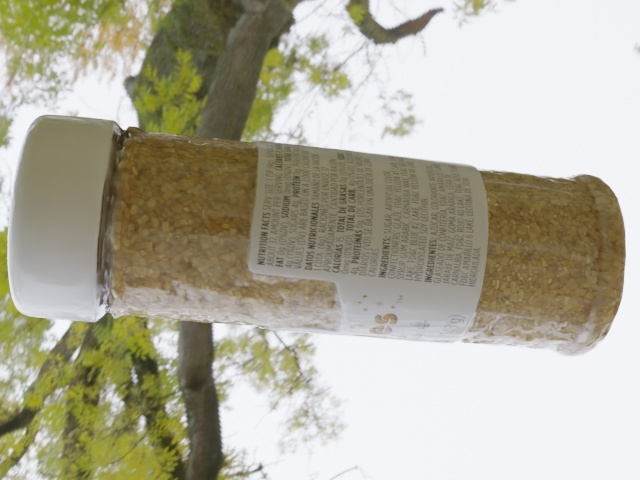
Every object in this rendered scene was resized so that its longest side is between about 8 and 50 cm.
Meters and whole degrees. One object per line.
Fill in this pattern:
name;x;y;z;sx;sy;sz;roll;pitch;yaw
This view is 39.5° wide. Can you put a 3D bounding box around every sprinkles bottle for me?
sprinkles bottle;0.000;0.000;0.549;0.355;0.121;0.121;5;-120;-8
